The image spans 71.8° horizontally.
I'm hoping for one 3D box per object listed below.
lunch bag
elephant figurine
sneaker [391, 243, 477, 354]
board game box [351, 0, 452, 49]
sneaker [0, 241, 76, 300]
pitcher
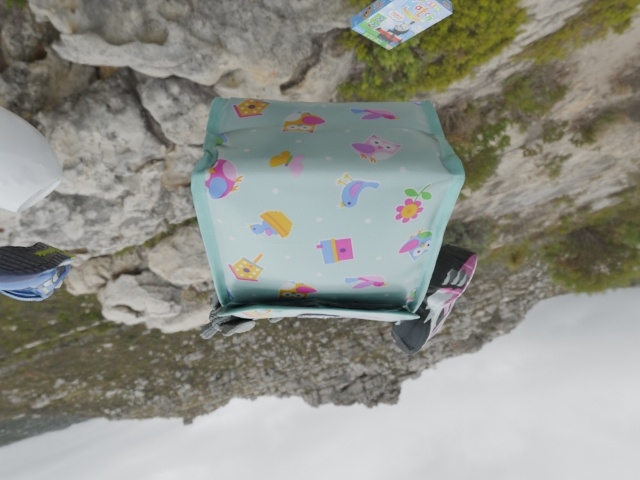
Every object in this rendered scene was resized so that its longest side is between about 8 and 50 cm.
[{"bbox_3d":[0.000,0.000,0.462,0.223,0.160,0.262,1,133,-4],"label":"lunch bag"},{"bbox_3d":[-0.227,0.191,1.192,0.239,0.186,0.169,-26,-145,-13],"label":"elephant figurine"},{"bbox_3d":[0.169,0.082,0.659,0.178,0.072,0.077,-58,154,14],"label":"sneaker"},{"bbox_3d":[0.212,-0.594,1.169,0.160,0.039,0.211,6,167,-41],"label":"board game box"},{"bbox_3d":[-0.300,0.039,0.454,0.053,0.059,0.144,27,178,-7],"label":"sneaker"},{"bbox_3d":[-0.499,-0.135,0.649,0.178,0.207,0.125,-25,-158,43],"label":"pitcher"}]
